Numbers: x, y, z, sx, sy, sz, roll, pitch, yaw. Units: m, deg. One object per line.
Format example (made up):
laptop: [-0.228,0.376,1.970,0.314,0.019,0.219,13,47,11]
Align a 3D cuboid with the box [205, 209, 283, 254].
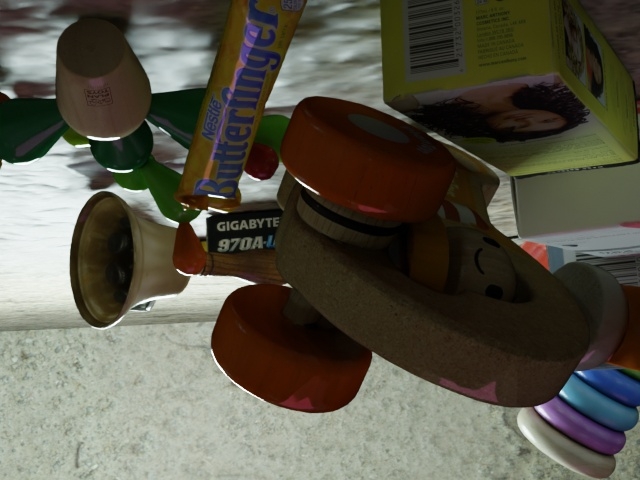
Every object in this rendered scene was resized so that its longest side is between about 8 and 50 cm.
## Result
box: [0.000,0.000,1.139,0.220,0.051,0.175,-5,172,12]

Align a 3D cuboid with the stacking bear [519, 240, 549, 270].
stacking bear: [0.388,0.068,1.441,0.289,0.164,0.175,-3,174,-33]

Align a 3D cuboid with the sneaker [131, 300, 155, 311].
sneaker: [-0.219,0.039,1.192,0.090,0.095,0.235,-5,174,2]

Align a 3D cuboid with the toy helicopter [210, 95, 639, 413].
toy helicopter: [0.089,-0.002,0.609,0.234,0.140,0.355,21,-160,0]

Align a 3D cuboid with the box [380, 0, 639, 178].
box: [0.115,-0.082,0.553,0.087,0.058,0.232,-6,172,27]

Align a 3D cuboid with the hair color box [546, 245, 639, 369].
hair color box: [0.312,0.045,1.084,0.113,0.185,0.374,-6,172,17]

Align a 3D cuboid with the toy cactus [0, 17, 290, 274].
toy cactus: [-0.121,-0.056,0.563,0.218,0.112,0.180,6,162,-2]

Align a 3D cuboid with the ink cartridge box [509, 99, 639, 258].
ink cartridge box: [0.260,-0.043,0.778,0.158,0.092,0.218,-8,173,32]

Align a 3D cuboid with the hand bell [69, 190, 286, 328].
hand bell: [-0.108,0.022,0.987,0.242,0.126,0.126,3,170,-39]

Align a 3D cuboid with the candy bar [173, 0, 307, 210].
candy bar: [-0.040,-0.071,0.495,0.040,0.018,0.161,-2,141,-25]

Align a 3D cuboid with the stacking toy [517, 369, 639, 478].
stacking toy: [0.394,0.137,1.302,0.141,0.330,0.141,27,-169,-5]

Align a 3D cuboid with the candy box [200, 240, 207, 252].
candy box: [-0.070,0.014,1.305,0.205,0.027,0.105,-3,175,3]
